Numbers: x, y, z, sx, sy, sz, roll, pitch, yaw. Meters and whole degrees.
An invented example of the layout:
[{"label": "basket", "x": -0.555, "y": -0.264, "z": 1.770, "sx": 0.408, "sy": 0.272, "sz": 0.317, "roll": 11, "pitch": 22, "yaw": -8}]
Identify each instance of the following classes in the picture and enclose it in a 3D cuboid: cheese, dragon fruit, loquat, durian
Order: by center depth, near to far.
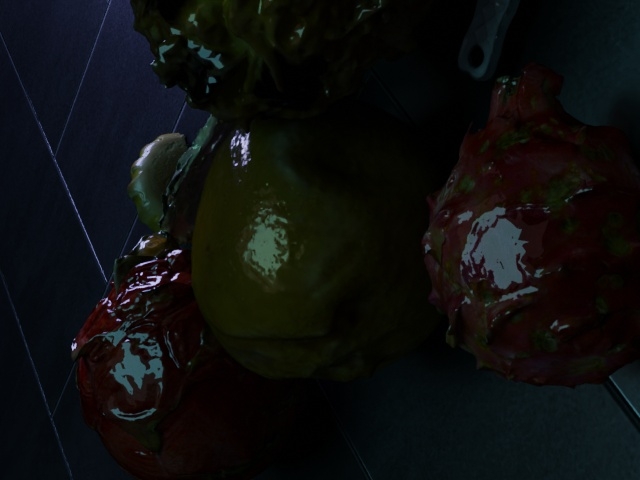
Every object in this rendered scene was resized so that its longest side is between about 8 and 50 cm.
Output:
[{"label": "dragon fruit", "x": 0.183, "y": -0.010, "z": 0.928, "sx": 0.205, "sy": 0.210, "sz": 0.268, "roll": -10, "pitch": 80, "yaw": 14}, {"label": "cheese", "x": 0.193, "y": -0.270, "z": 1.027, "sx": 0.163, "sy": 0.071, "sz": 0.248, "roll": 12, "pitch": 98, "yaw": 55}, {"label": "loquat", "x": 0.000, "y": 0.000, "z": 1.115, "sx": 0.276, "sy": 0.276, "sz": 0.283, "roll": -55, "pitch": 47, "yaw": 38}, {"label": "dragon fruit", "x": -0.151, "y": 0.156, "z": 1.312, "sx": 0.277, "sy": 0.277, "sz": 0.342, "roll": 25, "pitch": 139, "yaw": 52}, {"label": "durian", "x": -0.076, "y": -0.133, "z": 1.345, "sx": 0.195, "sy": 0.186, "sz": 0.305, "roll": -89, "pitch": 18, "yaw": -51}]

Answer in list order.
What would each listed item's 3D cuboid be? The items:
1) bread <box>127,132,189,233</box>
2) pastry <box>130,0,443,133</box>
[{"label": "bread", "x": -0.231, "y": -0.074, "z": 1.603, "sx": 0.083, "sy": 0.094, "sz": 0.157, "roll": -27, "pitch": 74, "yaw": 46}, {"label": "pastry", "x": -0.017, "y": -0.310, "z": 1.041, "sx": 0.292, "sy": 0.405, "sz": 0.337, "roll": 8, "pitch": 123, "yaw": 27}]
